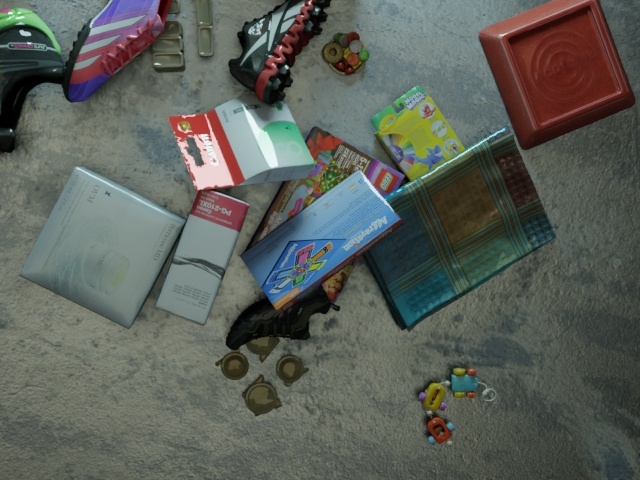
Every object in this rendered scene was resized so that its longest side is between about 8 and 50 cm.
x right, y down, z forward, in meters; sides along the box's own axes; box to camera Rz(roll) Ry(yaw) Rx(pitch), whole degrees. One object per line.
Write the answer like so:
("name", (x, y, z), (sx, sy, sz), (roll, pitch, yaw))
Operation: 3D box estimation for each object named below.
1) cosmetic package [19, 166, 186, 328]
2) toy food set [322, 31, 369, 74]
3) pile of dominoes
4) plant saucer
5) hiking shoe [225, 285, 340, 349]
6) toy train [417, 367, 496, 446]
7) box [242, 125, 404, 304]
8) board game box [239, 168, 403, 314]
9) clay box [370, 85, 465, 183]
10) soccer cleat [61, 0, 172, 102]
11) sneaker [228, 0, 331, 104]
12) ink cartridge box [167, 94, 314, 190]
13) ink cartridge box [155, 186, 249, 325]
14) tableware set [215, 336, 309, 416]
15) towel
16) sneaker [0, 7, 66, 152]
("cosmetic package", (-0.399, 0.011, 1.818), (0.225, 0.138, 0.224), (27, 91, -9))
("toy food set", (0.051, -0.364, 1.900), (0.082, 0.020, 0.083), (-44, 97, -2))
("pile of dominoes", (-0.303, -0.448, 1.856), (0.196, 0.040, 0.251), (-3, 87, -2))
("plant saucer", (0.478, -0.344, 1.937), (0.259, 0.048, 0.259), (-23, 95, -5))
("hiking shoe", (-0.076, 0.161, 1.861), (0.227, 0.086, 0.114), (-35, 104, 16))
("toy train", (0.264, 0.328, 1.963), (0.166, 0.046, 0.125), (-39, 98, 1))
("box", (0.005, -0.048, 1.898), (0.201, 0.057, 0.293), (28, 91, -8))
("board game box", (0.000, 0.000, 1.815), (0.281, 0.027, 0.145), (-36, 58, -1))
("clay box", (0.203, -0.179, 1.914), (0.127, 0.053, 0.222), (-35, 97, -3))
("soccer cleat", (-0.355, -0.378, 1.778), (0.116, 0.108, 0.318), (29, 83, 4))
("sneaker", (-0.080, -0.395, 1.841), (0.135, 0.097, 0.276), (26, 77, 12))
("ink cartridge box", (-0.145, -0.185, 1.792), (0.225, 0.056, 0.181), (-7, 58, -30))
("ink cartridge box", (-0.218, 0.024, 1.820), (0.100, 0.172, 0.237), (20, 92, -6))
("tableware set", (-0.116, 0.252, 1.925), (0.141, 0.020, 0.168), (-40, 96, -3))
("towel", (0.260, -0.019, 1.903), (0.370, 0.040, 0.271), (-31, 113, -5))
("sneaker", (-0.658, -0.209, 1.750), (0.483, 0.185, 0.202), (-41, 96, 0))
